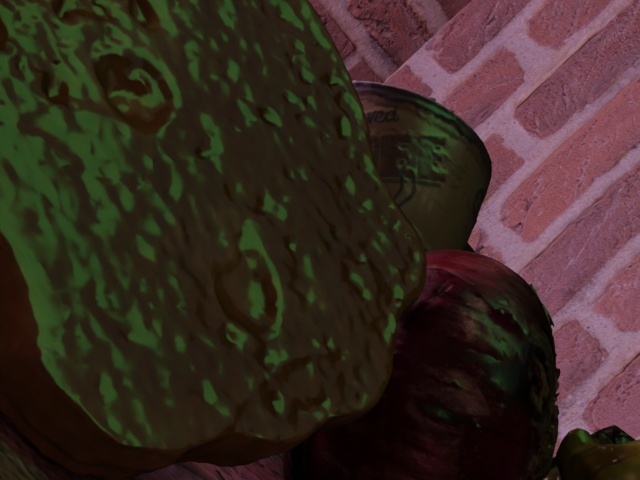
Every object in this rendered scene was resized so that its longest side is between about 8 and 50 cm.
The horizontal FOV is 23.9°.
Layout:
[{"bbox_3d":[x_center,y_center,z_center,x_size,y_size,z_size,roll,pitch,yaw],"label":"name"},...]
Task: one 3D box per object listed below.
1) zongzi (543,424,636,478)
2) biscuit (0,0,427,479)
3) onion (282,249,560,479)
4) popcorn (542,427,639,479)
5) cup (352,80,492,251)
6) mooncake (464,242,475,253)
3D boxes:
[{"bbox_3d":[0.279,0.346,1.327,0.286,0.138,0.300,52,34,-12],"label":"zongzi"},{"bbox_3d":[-0.090,-0.049,0.844,0.385,0.062,0.365,-17,78,-56],"label":"biscuit"},{"bbox_3d":[0.069,0.118,1.043,0.190,0.246,0.246,23,1,7],"label":"onion"},{"bbox_3d":[0.283,0.276,1.077,0.321,0.326,0.290,56,17,-40],"label":"popcorn"},{"bbox_3d":[0.000,0.000,1.547,0.301,0.257,0.227,2,-37,28],"label":"cup"},{"bbox_3d":[0.111,0.060,2.184,0.245,0.245,0.133,49,8,24],"label":"mooncake"}]
